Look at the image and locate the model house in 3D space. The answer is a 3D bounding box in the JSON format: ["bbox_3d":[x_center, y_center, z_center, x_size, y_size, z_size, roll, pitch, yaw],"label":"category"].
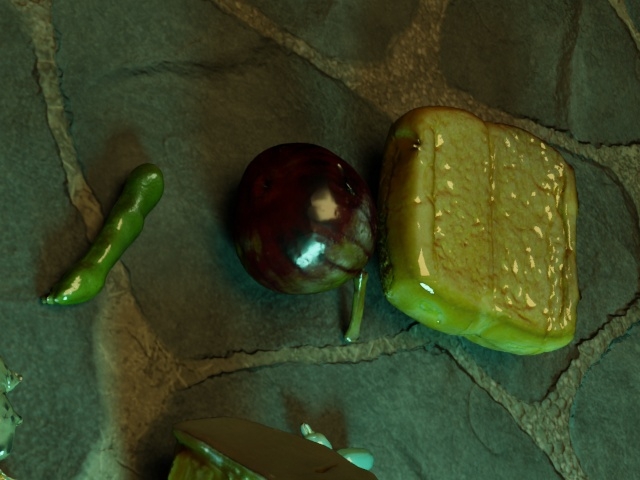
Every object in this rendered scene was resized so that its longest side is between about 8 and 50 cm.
[{"bbox_3d":[-0.079,0.339,1.692,0.219,0.229,0.199,31,12,35],"label":"model house"}]

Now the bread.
[{"bbox_3d":[0.210,-0.012,2.119,0.328,0.148,0.337,15,62,-29],"label":"bread"}]

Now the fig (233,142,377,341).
[{"bbox_3d":[0.007,-0.011,1.931,0.249,0.186,0.204,30,34,-34],"label":"fig"}]

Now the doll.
[{"bbox_3d":[-0.010,0.308,1.834,0.158,0.059,0.159,32,53,-26],"label":"doll"}]

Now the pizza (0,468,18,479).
[{"bbox_3d":[-0.402,0.265,1.549,0.184,0.036,0.176,-35,91,-42],"label":"pizza"}]

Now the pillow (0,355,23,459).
[{"bbox_3d":[-0.391,0.123,1.618,0.093,0.051,0.241,-35,90,-44],"label":"pillow"}]

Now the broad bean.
[{"bbox_3d":[-0.252,-0.006,1.801,0.052,0.052,0.256,17,50,18],"label":"broad bean"}]
